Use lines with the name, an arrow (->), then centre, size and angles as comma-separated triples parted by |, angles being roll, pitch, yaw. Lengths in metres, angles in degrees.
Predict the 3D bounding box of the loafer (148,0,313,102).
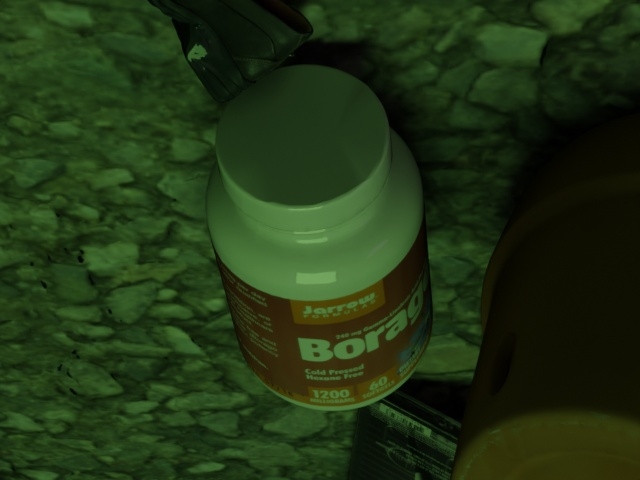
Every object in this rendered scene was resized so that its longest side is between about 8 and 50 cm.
loafer -> -0.058, -0.136, 0.905 | 0.061, 0.062, 0.170 | -27, 148, 6

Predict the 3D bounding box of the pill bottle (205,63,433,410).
pill bottle -> 0.000, 0.000, 1.056 | 0.121, 0.121, 0.216 | -1, 150, 6

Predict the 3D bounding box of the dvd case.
dvd case -> 0.098, 0.192, 1.409 | 0.164, 0.018, 0.221 | 27, 151, 13

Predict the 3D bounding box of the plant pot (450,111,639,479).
plant pot -> 0.201, 0.103, 1.022 | 0.291, 0.203, 0.291 | 18, 136, 19
